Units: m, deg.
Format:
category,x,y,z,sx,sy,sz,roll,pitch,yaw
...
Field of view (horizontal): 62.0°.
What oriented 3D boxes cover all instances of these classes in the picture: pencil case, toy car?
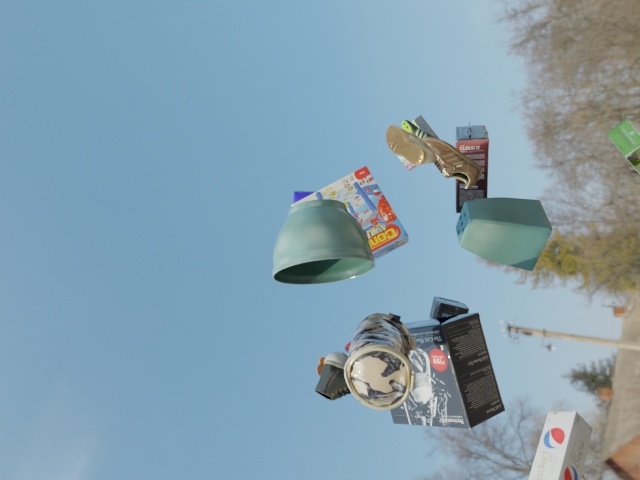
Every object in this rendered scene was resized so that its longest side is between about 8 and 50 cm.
category,x,y,z,sx,sy,sz,roll,pitch,yaw
pencil case,0.165,0.304,1.403,0.410,0.184,0.159,-27,-69,-81
toy car,0.101,0.511,2.107,0.238,0.219,0.210,-13,-104,-17

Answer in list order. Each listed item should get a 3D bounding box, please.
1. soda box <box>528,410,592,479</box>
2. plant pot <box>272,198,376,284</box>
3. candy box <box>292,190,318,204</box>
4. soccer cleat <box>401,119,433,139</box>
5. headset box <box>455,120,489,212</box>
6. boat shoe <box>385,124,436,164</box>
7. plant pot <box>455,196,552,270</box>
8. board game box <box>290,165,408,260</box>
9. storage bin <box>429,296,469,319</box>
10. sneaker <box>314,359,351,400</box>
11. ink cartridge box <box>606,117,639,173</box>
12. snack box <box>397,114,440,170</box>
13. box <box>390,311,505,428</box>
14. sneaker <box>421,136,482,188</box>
category,x,y,z,sx,sy,sz,roll,pitch,yaw
soda box,0.519,0.481,1.159,0.069,0.074,0.216,44,-123,-14
plant pot,0.000,0.000,1.530,0.293,0.293,0.196,18,-120,-53
candy box,0.052,-0.056,2.074,0.122,0.318,0.268,-15,-71,-74
soccer cleat,0.345,-0.358,1.849,0.072,0.178,0.060,-17,-36,-23
headset box,0.533,-0.269,1.885,0.218,0.110,0.293,-63,-30,-62
boat shoe,0.222,-0.232,1.312,0.059,0.170,0.063,0,-54,-31
plant pot,0.551,-0.035,1.646,0.165,0.235,0.165,-81,0,-53
board game box,0.100,-0.058,1.862,0.301,0.308,0.086,61,179,19
storage bin,0.488,0.275,2.029,0.180,0.122,0.084,-4,-73,-82
sneaker,0.098,0.487,1.755,0.083,0.222,0.118,73,-144,-54
ink cartridge box,1.289,-0.351,2.119,0.189,0.097,0.255,-2,-124,-42
snack box,0.426,-0.437,2.403,0.174,0.207,0.070,52,-126,-4
box,0.368,0.419,1.717,0.179,0.343,0.312,-10,-98,-36
sneaker,0.343,-0.210,1.434,0.071,0.189,0.066,-58,-6,-13
